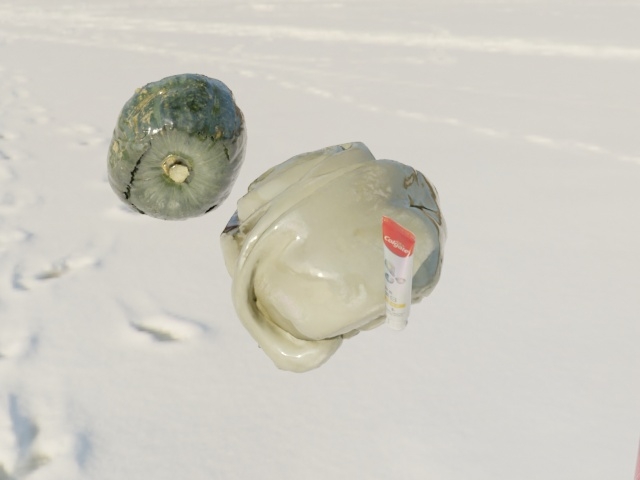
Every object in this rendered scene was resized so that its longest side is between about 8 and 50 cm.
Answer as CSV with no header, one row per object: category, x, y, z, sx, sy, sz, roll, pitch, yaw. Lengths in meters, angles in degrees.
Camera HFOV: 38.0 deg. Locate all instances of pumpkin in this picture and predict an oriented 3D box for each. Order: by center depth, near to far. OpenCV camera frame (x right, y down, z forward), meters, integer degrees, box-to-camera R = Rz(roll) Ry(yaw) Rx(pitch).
pumpkin,-0.304,-0.199,1.978,0.291,0.328,0.257,5,34,-12

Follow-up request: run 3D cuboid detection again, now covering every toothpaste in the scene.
toothpaste,0.091,0.045,1.088,0.048,0.190,0.031,36,61,29

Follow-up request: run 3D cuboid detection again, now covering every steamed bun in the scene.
steamed bun,0.000,0.000,1.326,0.342,0.255,0.368,-40,14,10

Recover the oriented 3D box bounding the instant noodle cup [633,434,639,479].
instant noodle cup,0.497,0.287,1.153,0.258,0.181,0.302,26,-34,-16
